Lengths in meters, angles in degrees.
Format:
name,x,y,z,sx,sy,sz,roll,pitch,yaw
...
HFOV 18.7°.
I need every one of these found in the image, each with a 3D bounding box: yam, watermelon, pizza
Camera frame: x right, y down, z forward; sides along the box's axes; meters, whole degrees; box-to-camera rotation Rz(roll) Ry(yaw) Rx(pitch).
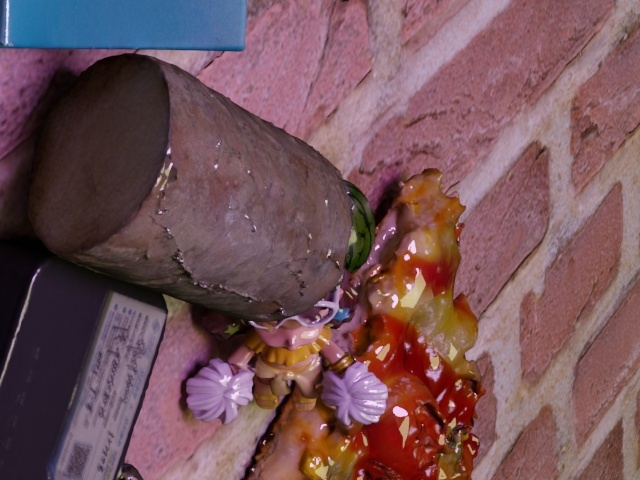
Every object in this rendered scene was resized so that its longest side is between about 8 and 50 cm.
name,x,y,z,sx,sy,sz,roll,pitch,yaw
yam,-0.100,-0.036,1.472,0.304,0.168,0.168,25,80,-61
watermelon,0.004,-0.006,1.751,0.109,0.109,0.109,-36,133,-51
pizza,0.080,0.133,1.931,0.440,0.130,0.406,-8,112,-61

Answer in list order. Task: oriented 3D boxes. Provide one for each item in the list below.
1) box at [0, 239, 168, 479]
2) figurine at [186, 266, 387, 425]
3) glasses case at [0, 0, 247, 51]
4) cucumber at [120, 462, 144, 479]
name,x,y,z,sx,sy,sz,roll,pitch,yaw
box,-0.227,0.184,1.460,0.211,0.058,0.350,27,78,-64
figurine,-0.030,0.085,1.698,0.240,0.175,0.115,91,-3,-46
glasses case,-0.155,-0.196,1.407,0.301,0.070,0.117,-7,102,-59
cucumber,-0.144,0.286,1.650,0.067,0.067,0.245,-56,145,-33
